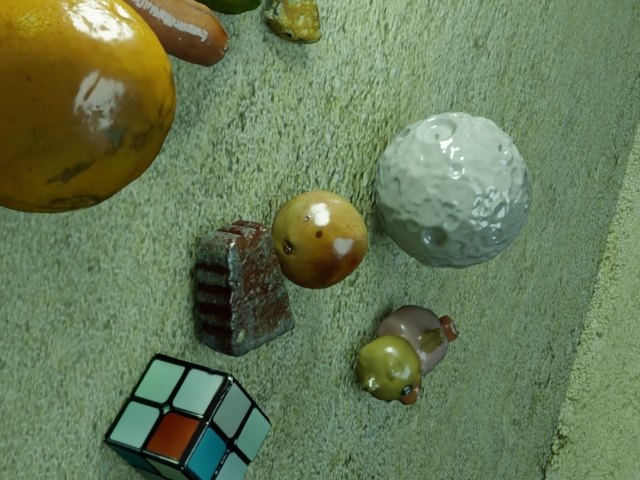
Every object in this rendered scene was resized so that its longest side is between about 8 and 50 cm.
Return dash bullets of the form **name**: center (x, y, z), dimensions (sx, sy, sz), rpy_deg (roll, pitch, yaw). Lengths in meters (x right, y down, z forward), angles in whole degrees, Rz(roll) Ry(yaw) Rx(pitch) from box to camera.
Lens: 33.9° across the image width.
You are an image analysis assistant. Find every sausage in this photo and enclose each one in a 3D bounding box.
- **sausage**: center (-0.296, -0.351, 1.423), dimensions (0.419, 0.094, 0.094), rpy_deg (25, 103, -39)

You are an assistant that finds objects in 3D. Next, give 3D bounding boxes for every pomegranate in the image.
- **pomegranate**: center (-0.004, -0.001, 1.982), dimensions (0.191, 0.191, 0.191), rpy_deg (-22, 117, -52)

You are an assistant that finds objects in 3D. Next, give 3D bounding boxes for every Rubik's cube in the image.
- **Rubik's cube**: center (-0.216, 0.317, 1.749), dimensions (0.180, 0.183, 0.167), rpy_deg (-59, 141, -25)

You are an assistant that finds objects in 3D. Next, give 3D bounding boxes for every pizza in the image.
- **pizza**: center (-0.048, -0.413, 1.920), dimensions (0.160, 0.036, 0.099), rpy_deg (12, 90, -57)

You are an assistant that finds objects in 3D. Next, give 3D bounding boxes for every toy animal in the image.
- **toy animal**: center (0.182, 0.259, 2.354), dimensions (0.169, 0.195, 0.281), rpy_deg (46, 47, -5)

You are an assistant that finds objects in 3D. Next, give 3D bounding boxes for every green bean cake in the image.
- **green bean cake**: center (-0.135, 0.079, 1.877), dimensions (0.199, 0.097, 0.232), rpy_deg (-29, 122, -48)

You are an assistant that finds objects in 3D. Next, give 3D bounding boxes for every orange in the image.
- **orange**: center (-0.336, -0.182, 1.318), dimensions (0.312, 0.312, 0.312), rpy_deg (-22, 117, -52)

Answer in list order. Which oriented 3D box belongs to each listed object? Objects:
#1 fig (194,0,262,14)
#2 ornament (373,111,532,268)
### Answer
- **fig**: center (-0.159, -0.438, 1.665), dimensions (0.167, 0.167, 0.233), rpy_deg (-63, 180, -23)
- **ornament**: center (0.275, -0.113, 2.224), dimensions (0.337, 0.337, 0.337), rpy_deg (-22, 117, -52)
